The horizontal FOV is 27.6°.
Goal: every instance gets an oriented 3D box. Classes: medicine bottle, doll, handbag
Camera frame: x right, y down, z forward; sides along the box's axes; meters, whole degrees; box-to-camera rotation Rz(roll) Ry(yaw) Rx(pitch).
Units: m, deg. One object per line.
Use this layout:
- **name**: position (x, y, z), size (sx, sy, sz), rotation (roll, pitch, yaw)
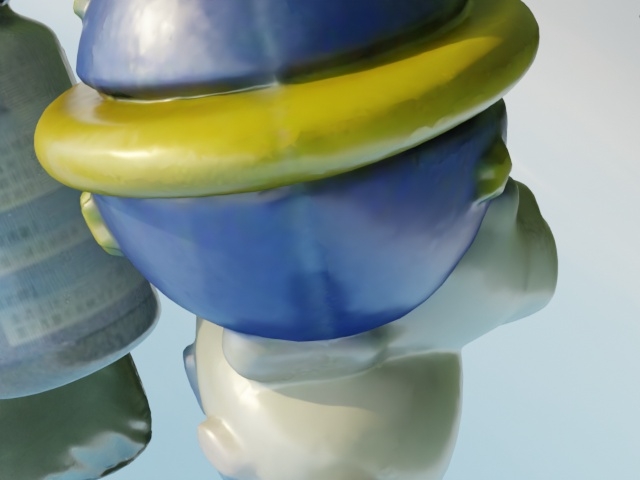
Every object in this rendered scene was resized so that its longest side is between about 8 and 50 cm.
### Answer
- **medicine bottle**: position (-0.129, -0.047, 0.480), size (0.083, 0.083, 0.203), rotation (-64, -43, -71)
- **doll**: position (0.010, -0.015, 0.474), size (0.311, 0.159, 0.243), rotation (-101, -14, -76)
- **handbag**: position (-0.235, 0.061, 0.924), size (0.191, 0.332, 0.075), rotation (-32, -149, -33)
